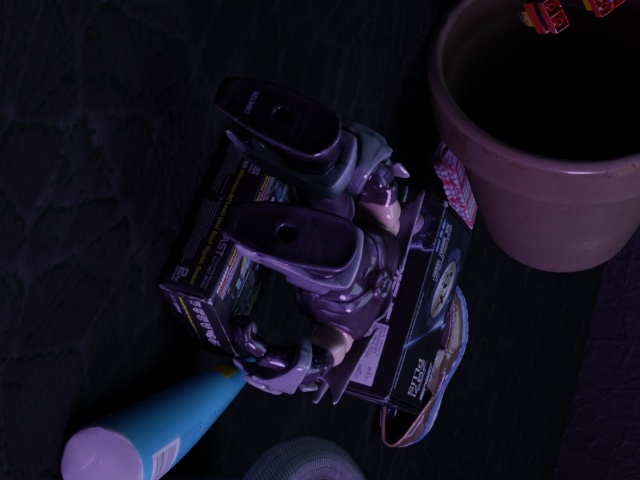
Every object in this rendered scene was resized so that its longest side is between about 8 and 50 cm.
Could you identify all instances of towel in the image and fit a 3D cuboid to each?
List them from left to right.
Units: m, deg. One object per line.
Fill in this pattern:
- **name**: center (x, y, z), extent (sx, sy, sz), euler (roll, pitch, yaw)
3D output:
- **towel**: center (0.150, -0.107, 1.735), extent (0.197, 0.029, 0.144), euler (61, 44, -68)

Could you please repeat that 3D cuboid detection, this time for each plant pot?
- **plant pot**: center (0.228, -0.091, 1.588), extent (0.229, 0.263, 0.263), euler (88, 24, -52)

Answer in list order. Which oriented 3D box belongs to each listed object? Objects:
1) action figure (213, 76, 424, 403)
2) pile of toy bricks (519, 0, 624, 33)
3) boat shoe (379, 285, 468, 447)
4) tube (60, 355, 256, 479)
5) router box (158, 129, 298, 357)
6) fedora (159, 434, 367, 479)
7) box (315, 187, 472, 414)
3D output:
- **action figure**: center (0.000, 0.000, 1.078), extent (0.285, 0.099, 0.185), euler (65, 35, -70)
- **pile of toy bricks**: center (0.176, -0.283, 1.516), extent (0.118, 0.105, 0.212), euler (-35, 108, -17)
- **boat shoe**: center (0.103, 0.128, 1.718), extent (0.066, 0.066, 0.183), euler (-31, 134, -65)
- **tube**: center (-0.094, 0.117, 1.075), extent (0.080, 0.052, 0.207), euler (-38, 175, 19)
- **router box**: center (-0.058, 0.003, 1.116), extent (0.092, 0.038, 0.122), euler (74, 35, -62)
- **fedora**: center (-0.062, 0.246, 1.163), extent (0.275, 0.124, 0.244), euler (37, 65, -64)
- **box**: center (0.064, 0.054, 1.497), extent (0.147, 0.077, 0.180), euler (38, 68, -73)
